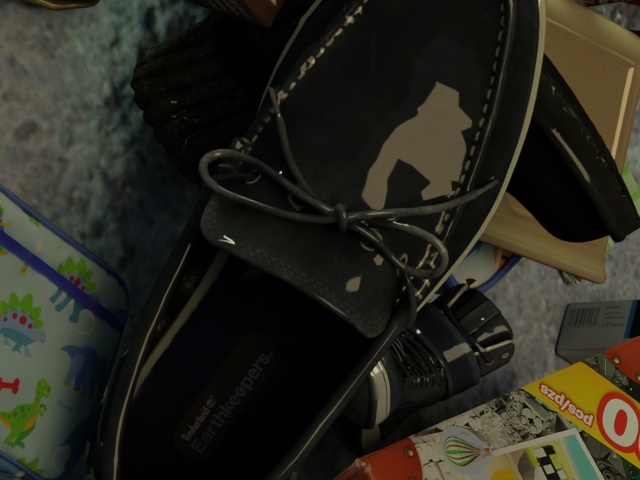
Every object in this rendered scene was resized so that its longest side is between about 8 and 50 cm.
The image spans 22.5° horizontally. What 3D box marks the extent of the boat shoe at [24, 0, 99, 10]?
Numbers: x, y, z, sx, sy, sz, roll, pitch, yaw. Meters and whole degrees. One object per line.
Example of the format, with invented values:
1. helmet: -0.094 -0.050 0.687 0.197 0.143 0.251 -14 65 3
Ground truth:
1. boat shoe: -0.263 -0.218 1.085 0.307 0.110 0.104 -1 86 -42

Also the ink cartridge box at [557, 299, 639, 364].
1. ink cartridge box: 0.404 0.154 1.628 0.332 0.165 0.065 35 62 -36

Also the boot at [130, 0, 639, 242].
1. boot: 0.051 -0.077 1.231 0.348 0.260 0.131 48 17 -4

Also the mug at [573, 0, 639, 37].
1. mug: 0.246 -0.252 1.516 0.113 0.169 0.150 -11 94 -43

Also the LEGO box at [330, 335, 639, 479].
1. LEGO box: 0.234 0.372 1.291 0.372 0.193 0.500 -17 69 -42

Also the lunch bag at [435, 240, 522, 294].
1. lunch bag: 0.144 -0.098 1.445 0.303 0.115 0.243 -41 113 -34

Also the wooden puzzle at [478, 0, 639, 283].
1. wooden puzzle: 0.185 -0.100 1.381 0.221 0.044 0.239 19 77 -39

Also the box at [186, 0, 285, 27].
1. box: -0.030 -0.365 1.117 0.381 0.143 0.191 -59 143 -7

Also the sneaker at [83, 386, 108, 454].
1. sneaker: -0.139 0.122 1.214 0.135 0.058 0.052 -15 122 -22

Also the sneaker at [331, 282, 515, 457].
1. sneaker: 0.078 0.086 1.282 0.163 0.226 0.086 -32 76 -10

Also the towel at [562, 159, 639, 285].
1. towel: 0.275 -0.040 1.623 0.152 0.023 0.113 -39 113 -38

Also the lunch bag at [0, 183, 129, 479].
1. lunch bag: -0.232 0.054 1.082 0.219 0.090 0.176 45 55 -45

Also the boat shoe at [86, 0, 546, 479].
1. boat shoe: 0.000 0.000 1.083 0.186 0.156 0.500 32 93 0
